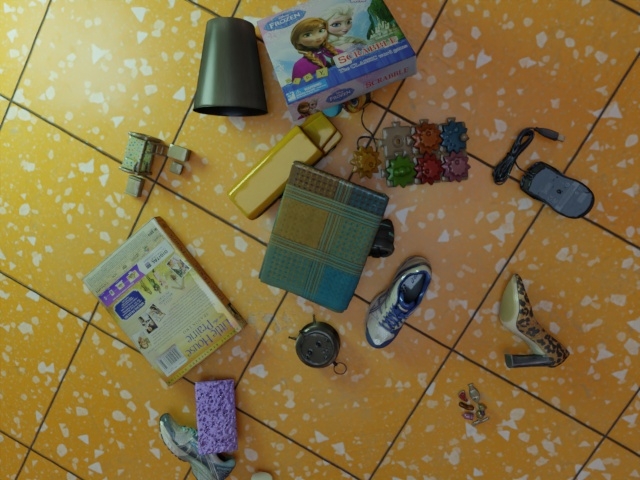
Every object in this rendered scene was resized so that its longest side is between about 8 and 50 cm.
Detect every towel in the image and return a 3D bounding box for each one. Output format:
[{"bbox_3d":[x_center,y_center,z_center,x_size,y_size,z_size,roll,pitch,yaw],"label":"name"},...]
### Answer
[{"bbox_3d":[0.000,0.000,1.296,0.271,0.040,0.371,22,117,6],"label":"towel"}]

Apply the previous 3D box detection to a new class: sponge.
[{"bbox_3d":[-0.313,0.526,1.461,0.117,0.031,0.210,-3,82,-12],"label":"sponge"}]

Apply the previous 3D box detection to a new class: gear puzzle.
[{"bbox_3d":[0.239,-0.227,1.273,0.338,0.044,0.176,-7,98,-12],"label":"gear puzzle"}]

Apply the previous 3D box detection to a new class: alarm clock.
[{"bbox_3d":[0.006,0.321,1.423,0.129,0.064,0.192,-43,94,10],"label":"alarm clock"}]

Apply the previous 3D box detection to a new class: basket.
[{"bbox_3d":[-0.238,-0.458,1.298,0.204,0.154,0.227,2,95,5],"label":"basket"}]

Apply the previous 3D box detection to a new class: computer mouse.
[{"bbox_3d":[0.609,-0.184,1.285,0.261,0.060,0.184,29,105,14],"label":"computer mouse"}]

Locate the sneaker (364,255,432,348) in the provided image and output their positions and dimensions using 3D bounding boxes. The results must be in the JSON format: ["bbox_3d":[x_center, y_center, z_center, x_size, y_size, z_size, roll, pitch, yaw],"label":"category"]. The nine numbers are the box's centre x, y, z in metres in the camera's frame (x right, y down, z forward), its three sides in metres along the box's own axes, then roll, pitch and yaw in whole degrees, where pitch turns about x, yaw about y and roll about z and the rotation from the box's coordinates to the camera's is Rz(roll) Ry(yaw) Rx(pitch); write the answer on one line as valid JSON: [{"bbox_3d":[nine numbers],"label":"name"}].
[{"bbox_3d":[0.208,0.178,1.344,0.111,0.131,0.297,26,101,0],"label":"sneaker"}]

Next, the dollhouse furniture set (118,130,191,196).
[{"bbox_3d":[-0.476,-0.195,1.382,0.160,0.101,0.182,19,100,4],"label":"dollhouse furniture set"}]

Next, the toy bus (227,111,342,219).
[{"bbox_3d":[-0.094,-0.206,1.322,0.332,0.130,0.108,-42,92,10],"label":"toy bus"}]

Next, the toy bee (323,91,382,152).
[{"bbox_3d":[0.079,-0.395,1.261,0.298,0.162,0.195,32,56,-7],"label":"toy bee"}]

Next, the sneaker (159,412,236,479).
[{"bbox_3d":[-0.376,0.625,1.502,0.122,0.110,0.283,-43,94,-8],"label":"sneaker"}]

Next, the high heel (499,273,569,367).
[{"bbox_3d":[0.598,0.220,1.343,0.186,0.093,0.262,-1,90,-11],"label":"high heel"}]

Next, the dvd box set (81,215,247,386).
[{"bbox_3d":[-0.465,0.184,1.455,0.307,0.062,0.420,-39,92,10],"label":"dvd box set"}]

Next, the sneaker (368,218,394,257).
[{"bbox_3d":[0.078,-0.017,1.363,0.267,0.101,0.106,5,68,13],"label":"sneaker"}]

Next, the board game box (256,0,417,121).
[{"bbox_3d":[0.031,-0.480,1.202,0.318,0.066,0.318,-21,61,1],"label":"board game box"}]

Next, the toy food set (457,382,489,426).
[{"bbox_3d":[0.440,0.484,1.415,0.077,0.019,0.122,-30,94,10],"label":"toy food set"}]

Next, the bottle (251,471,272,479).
[{"bbox_3d":[-0.197,0.862,1.504,0.118,0.092,0.283,7,99,5],"label":"bottle"}]
